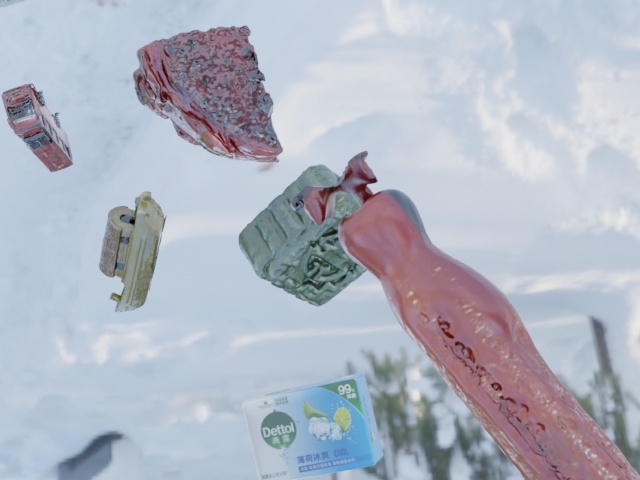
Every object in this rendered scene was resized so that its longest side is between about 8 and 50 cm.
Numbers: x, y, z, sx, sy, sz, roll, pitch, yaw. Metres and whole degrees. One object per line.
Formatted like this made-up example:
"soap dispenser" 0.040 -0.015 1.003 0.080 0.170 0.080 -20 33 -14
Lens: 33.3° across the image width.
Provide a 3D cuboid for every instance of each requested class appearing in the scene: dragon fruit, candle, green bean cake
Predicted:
"dragon fruit" -0.262 -0.244 2.136 0.228 0.286 0.329 -22 -175 -34
"candle" 0.107 0.087 0.528 0.048 0.329 0.051 -31 165 -34
"green bean cake" 0.000 0.000 1.593 0.183 0.094 0.185 -44 139 12

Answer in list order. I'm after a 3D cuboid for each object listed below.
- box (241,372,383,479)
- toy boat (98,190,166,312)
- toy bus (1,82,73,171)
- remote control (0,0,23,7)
"box" -0.012 0.300 1.703 0.194 0.139 0.073 -14 177 15
"toy boat" -0.294 0.022 1.648 0.088 0.068 0.226 13 130 -9
"toy bus" -0.519 -0.206 1.980 0.074 0.096 0.235 -21 165 -3
"remote control" -0.578 -0.394 1.704 0.229 0.044 0.073 -16 155 -19
